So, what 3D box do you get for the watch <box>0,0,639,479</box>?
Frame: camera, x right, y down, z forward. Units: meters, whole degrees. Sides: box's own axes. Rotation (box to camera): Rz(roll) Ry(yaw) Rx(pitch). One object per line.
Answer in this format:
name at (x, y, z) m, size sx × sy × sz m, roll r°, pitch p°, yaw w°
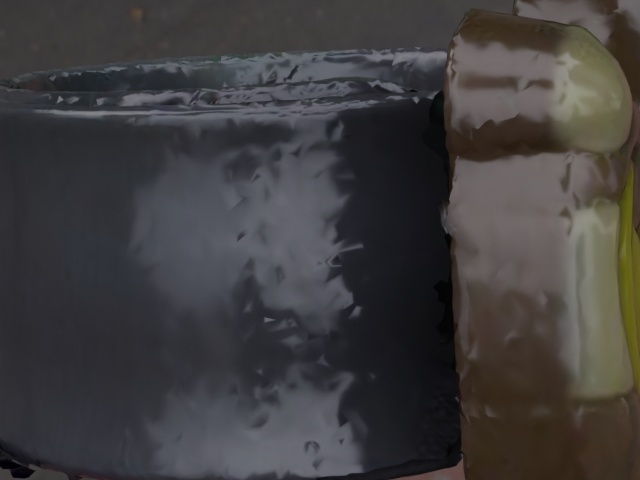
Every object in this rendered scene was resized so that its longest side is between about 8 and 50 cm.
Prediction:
watch at (0.000, 0.000, 0.814) m, size 0.326 × 0.314 × 0.335 m, roll -1°, pitch 10°, yaw 20°
